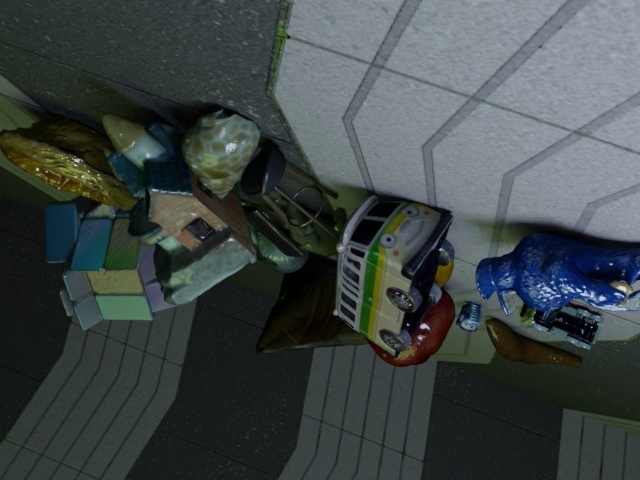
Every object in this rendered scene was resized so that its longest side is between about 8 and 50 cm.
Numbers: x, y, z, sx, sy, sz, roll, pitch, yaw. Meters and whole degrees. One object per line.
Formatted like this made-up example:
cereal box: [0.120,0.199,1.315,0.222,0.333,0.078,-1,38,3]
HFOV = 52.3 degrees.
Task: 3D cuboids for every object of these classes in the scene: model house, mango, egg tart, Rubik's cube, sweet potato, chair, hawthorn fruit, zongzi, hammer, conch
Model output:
model house: [-0.293,-0.089,1.138,0.325,0.194,0.267,49,-166,-43]
mango: [0.204,0.044,1.274,0.111,0.090,0.163,7,156,12]
egg tart: [-0.548,-0.180,1.466,0.341,0.132,0.341,21,169,5]
Rubik's cube: [-0.530,0.029,1.742,0.387,0.368,0.358,18,130,39]
sweet potato: [0.569,0.302,1.816,0.346,0.079,0.108,22,156,-18]
chair: [-0.055,-0.075,1.113,0.095,0.104,0.221,-24,140,23]
hawthorn fruit: [0.183,0.174,1.591,0.266,0.230,0.210,34,-160,10]
zongzi: [0.059,0.225,1.702,0.403,0.208,0.432,16,-154,5]
hammer: [-0.182,-0.038,1.556,0.335,0.119,0.206,27,169,6]
conch: [-0.164,-0.143,1.043,0.116,0.106,0.173,6,165,-36]

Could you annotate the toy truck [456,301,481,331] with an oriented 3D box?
toy truck: [0.384,0.193,1.654,0.056,0.073,0.090,20,169,5]

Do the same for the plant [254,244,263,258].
plant: [-0.155,0.008,1.780,0.085,0.087,0.174,49,176,26]

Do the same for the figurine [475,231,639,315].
figurine: [0.363,0.042,0.945,0.262,0.121,0.164,-4,165,24]

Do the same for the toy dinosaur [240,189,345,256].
toy dinosaur: [0.000,0.000,1.427,0.447,0.087,0.301,21,168,20]

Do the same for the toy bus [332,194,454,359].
toy bus: [0.119,0.056,1.155,0.179,0.143,0.305,30,150,19]

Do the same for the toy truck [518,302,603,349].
toy truck: [0.485,0.160,1.333,0.168,0.077,0.100,21,-178,-16]

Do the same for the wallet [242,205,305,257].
wallet: [-0.101,-0.017,1.335,0.156,0.018,0.082,43,161,-29]

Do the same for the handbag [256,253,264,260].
handbag: [-0.307,-0.009,1.941,0.247,0.079,0.260,30,166,-36]
